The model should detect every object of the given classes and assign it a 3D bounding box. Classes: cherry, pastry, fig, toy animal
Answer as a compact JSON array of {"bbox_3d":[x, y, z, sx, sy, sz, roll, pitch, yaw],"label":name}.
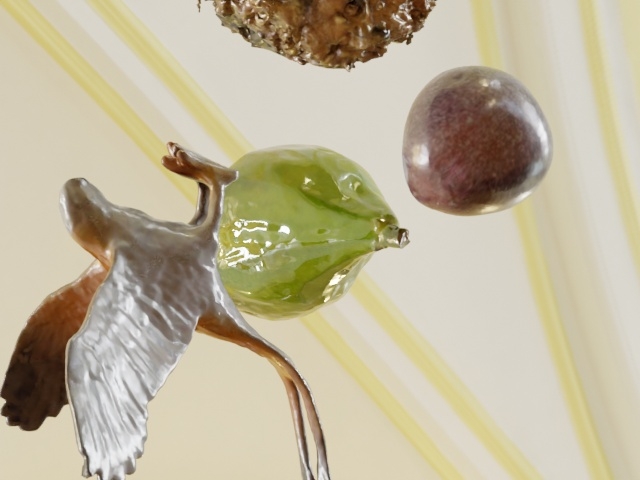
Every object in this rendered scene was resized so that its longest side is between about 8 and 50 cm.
[{"bbox_3d":[0.168,-0.110,1.277,0.176,0.140,0.176,13,-114,-31],"label":"cherry"},{"bbox_3d":[-0.003,-0.299,1.163,0.275,0.275,0.193,-7,-40,-16],"label":"pastry"},{"bbox_3d":[0.001,-0.008,1.422,0.314,0.233,0.233,-1,-59,27],"label":"fig"},{"bbox_3d":[-0.097,0.069,0.999,0.284,0.225,0.302,11,-95,-26],"label":"toy animal"}]
